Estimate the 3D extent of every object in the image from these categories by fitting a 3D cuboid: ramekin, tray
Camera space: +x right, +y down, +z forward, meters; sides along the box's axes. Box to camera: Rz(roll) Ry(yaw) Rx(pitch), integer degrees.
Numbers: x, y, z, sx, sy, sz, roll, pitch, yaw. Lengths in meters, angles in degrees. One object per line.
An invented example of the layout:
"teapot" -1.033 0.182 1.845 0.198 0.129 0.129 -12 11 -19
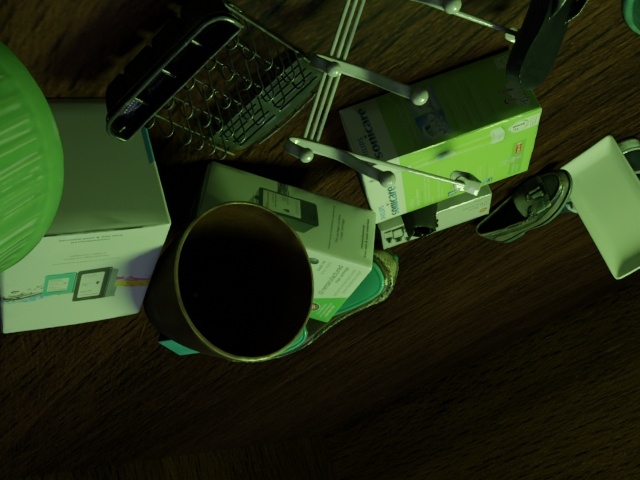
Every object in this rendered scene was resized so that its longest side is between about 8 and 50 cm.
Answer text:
"ramekin" -0.415 -0.067 0.658 0.303 0.304 0.148 -25 -161 14
"tray" 0.614 -0.069 1.471 0.030 0.271 0.145 -2 152 -44

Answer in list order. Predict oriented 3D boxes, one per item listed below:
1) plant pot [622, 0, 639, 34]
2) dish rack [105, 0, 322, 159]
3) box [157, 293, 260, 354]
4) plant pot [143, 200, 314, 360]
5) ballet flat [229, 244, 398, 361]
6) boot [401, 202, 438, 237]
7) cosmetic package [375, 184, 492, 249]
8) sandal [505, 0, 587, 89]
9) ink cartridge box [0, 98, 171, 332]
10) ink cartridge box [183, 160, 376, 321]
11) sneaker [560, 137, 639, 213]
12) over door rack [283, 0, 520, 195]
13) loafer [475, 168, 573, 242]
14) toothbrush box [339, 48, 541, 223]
"plant pot" 0.658 -0.281 0.969 0.340 0.334 0.341 -16 156 -8
"dish rack" -0.118 -0.186 0.902 0.208 0.074 0.271 -36 152 24
"box" -0.147 0.121 1.157 0.244 0.101 0.060 -12 142 30
"plant pot" -0.163 0.075 1.028 0.215 0.216 0.230 1 168 -38
"ballet flat" -0.025 0.144 1.629 0.482 0.164 0.182 -28 -178 22
"boot" 0.212 -0.066 1.347 0.197 0.137 0.077 -4 152 -32
"cosmetic package" 0.232 -0.059 1.472 0.238 0.061 0.099 -19 157 1
"sandal" 0.306 -0.308 0.871 0.097 0.054 0.255 -13 126 -38
"ink cartridge box" -0.338 -0.028 0.950 0.197 0.198 0.270 -7 154 -27
"ink cartridge box" -0.081 0.011 1.183 0.289 0.122 0.211 16 144 -13
"sneaker" 0.609 -0.087 1.571 0.099 0.153 0.282 5 147 -42
"over door rack" 0.137 -0.187 0.903 0.324 0.108 0.240 7 113 -32
"loafer" 0.448 -0.068 1.577 0.084 0.096 0.267 0 153 -24
"toothbrush box" 0.192 -0.160 1.149 0.283 0.122 0.206 -21 157 3
